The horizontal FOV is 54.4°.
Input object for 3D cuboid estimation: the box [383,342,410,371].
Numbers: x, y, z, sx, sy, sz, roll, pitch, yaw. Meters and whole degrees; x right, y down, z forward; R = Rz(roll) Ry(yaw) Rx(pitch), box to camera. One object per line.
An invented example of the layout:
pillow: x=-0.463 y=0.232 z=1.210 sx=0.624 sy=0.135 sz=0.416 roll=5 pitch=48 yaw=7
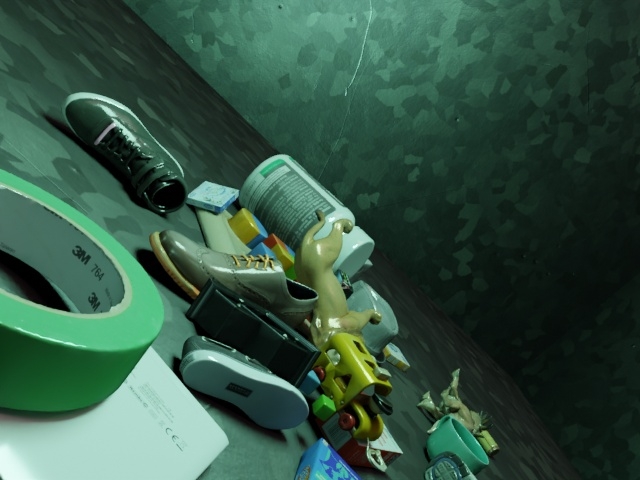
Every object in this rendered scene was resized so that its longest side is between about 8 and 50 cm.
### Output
box: x=0.211 y=0.334 z=1.835 sx=0.136 sy=0.028 sz=0.081 roll=41 pitch=12 yaw=-42

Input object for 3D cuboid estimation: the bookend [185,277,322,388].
bookend: x=-0.108 y=0.148 z=1.000 sx=0.156 sy=0.072 sz=0.157 roll=29 pitch=-5 yaw=47

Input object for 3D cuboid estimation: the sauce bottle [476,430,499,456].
sauce bottle: x=0.505 y=0.607 z=1.936 sx=0.042 sy=0.042 sz=0.128 roll=37 pitch=16 yaw=-43

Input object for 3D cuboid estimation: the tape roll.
tape roll: x=-0.312 y=0.028 z=0.618 sx=0.321 sy=0.077 sz=0.321 roll=36 pitch=9 yaw=-6

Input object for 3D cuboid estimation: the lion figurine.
lion figurine: x=0.015 y=0.116 z=1.315 sx=0.240 sy=0.142 sz=0.392 roll=-9 pitch=73 yaw=-59

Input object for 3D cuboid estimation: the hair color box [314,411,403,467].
hair color box: x=0.071 y=0.354 z=1.122 sx=0.167 sy=0.053 sz=0.093 roll=31 pitch=18 yaw=-49

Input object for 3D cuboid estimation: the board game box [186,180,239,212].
board game box: x=-0.248 y=-0.101 z=1.432 sx=0.090 sy=0.020 sz=0.090 roll=17 pitch=34 yaw=14

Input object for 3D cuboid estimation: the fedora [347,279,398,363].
fedora: x=0.116 y=0.199 z=1.684 sx=0.244 sy=0.124 sz=0.275 roll=40 pitch=12 yaw=-35

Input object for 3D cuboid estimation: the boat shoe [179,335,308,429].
boat shoe: x=-0.111 y=0.205 z=0.915 sx=0.228 sy=0.080 sz=0.076 roll=31 pitch=18 yaw=-31

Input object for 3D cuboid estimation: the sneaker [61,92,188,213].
sneaker: x=-0.358 y=-0.162 z=1.195 sx=0.296 sy=0.104 sz=0.147 roll=43 pitch=5 yaw=-41

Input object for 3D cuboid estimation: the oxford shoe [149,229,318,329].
oxford shoe: x=-0.148 y=0.059 z=1.131 sx=0.364 sy=0.133 sz=0.130 roll=37 pitch=15 yaw=-43

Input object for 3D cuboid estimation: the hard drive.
hard drive: x=-0.218 y=0.190 z=0.621 sx=0.203 sy=0.040 sz=0.307 roll=48 pitch=11 yaw=6

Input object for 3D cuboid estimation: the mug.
mug: x=0.310 y=0.489 z=1.444 sx=0.129 sy=0.097 sz=0.158 roll=48 pitch=10 yaw=11

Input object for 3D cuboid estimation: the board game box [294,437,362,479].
board game box: x=0.028 y=0.385 z=0.851 sx=0.160 sy=0.047 sz=0.210 roll=47 pitch=11 yaw=-1

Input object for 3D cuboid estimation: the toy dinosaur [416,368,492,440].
toy dinosaur: x=0.375 y=0.484 z=1.686 sx=0.200 sy=0.127 sz=0.296 roll=55 pitch=17 yaw=7

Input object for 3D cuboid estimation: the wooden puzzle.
wooden puzzle: x=-0.114 y=0.055 z=1.429 sx=0.348 sy=0.080 sz=0.322 roll=38 pitch=14 yaw=-38

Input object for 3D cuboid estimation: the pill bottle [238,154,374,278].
pill bottle: x=-0.038 y=-0.053 z=1.706 sx=0.361 sy=0.204 sz=0.204 roll=44 pitch=9 yaw=21

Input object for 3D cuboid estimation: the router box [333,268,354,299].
router box: x=0.026 y=0.140 z=1.552 sx=0.038 sy=0.122 sz=0.092 roll=37 pitch=13 yaw=-18

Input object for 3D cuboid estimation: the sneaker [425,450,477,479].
sneaker: x=0.325 y=0.559 z=1.242 sx=0.129 sy=0.111 sz=0.297 roll=46 pitch=10 yaw=-36

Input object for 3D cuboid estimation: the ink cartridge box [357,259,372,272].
ink cartridge box: x=0.000 y=0.000 z=1.954 sx=0.307 sy=0.129 sz=0.223 roll=49 pitch=10 yaw=15

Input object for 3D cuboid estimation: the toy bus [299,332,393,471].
toy bus: x=0.070 y=0.254 z=1.067 sx=0.202 sy=0.104 sz=0.191 roll=43 pitch=12 yaw=-7
